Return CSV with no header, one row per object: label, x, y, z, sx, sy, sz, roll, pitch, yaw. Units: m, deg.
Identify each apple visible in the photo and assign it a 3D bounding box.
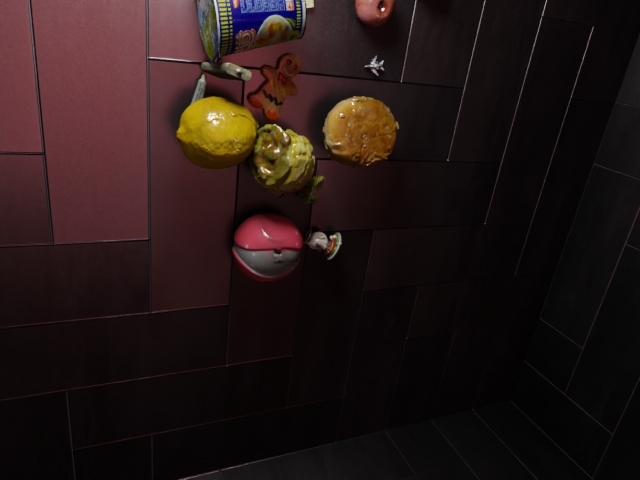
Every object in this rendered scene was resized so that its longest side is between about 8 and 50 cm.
apple,0.204,-0.869,1.828,0.153,0.120,0.153,-11,119,-21

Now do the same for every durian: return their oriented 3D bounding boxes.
durian,-0.046,-0.210,2.017,0.095,0.221,0.137,22,95,-1

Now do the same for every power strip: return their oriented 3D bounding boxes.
power strip,-0.311,-0.564,1.653,0.092,0.268,0.034,12,100,-38

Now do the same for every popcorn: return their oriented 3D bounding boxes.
popcorn,-0.155,-0.307,1.868,0.237,0.293,0.293,-16,129,-62

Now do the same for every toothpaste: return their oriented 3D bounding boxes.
toothpaste,-0.440,-0.496,1.766,0.048,0.029,0.197,11,112,-33

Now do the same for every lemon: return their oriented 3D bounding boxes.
lemon,-0.352,-0.373,1.733,0.310,0.253,0.253,-19,122,-34

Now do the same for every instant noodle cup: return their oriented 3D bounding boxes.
instant noodle cup,-0.220,-0.737,1.605,0.312,0.284,0.284,-14,120,-20

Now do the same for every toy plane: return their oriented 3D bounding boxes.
toy plane,0.214,-0.695,1.974,0.083,0.031,0.079,-12,103,-22

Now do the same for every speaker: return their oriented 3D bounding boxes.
speaker,-0.217,0.036,2.047,0.294,0.294,0.294,-11,118,-20

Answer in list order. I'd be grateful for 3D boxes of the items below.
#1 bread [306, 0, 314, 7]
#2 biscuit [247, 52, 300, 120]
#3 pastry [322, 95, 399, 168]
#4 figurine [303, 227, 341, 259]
bread,-0.095,-0.853,1.751,0.153,0.028,0.068,-16,121,-18
biscuit,-0.159,-0.583,1.851,0.165,0.036,0.250,30,99,-34
pastry,0.149,-0.429,1.982,0.315,0.184,0.285,-2,104,-24
figurine,0.000,0.000,2.179,0.153,0.132,0.132,22,104,-19
